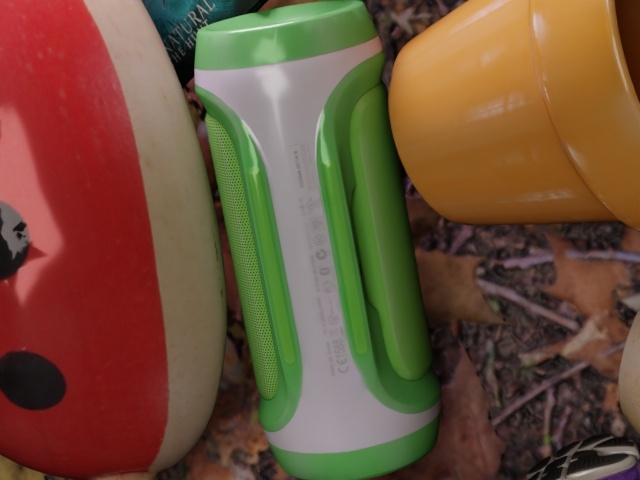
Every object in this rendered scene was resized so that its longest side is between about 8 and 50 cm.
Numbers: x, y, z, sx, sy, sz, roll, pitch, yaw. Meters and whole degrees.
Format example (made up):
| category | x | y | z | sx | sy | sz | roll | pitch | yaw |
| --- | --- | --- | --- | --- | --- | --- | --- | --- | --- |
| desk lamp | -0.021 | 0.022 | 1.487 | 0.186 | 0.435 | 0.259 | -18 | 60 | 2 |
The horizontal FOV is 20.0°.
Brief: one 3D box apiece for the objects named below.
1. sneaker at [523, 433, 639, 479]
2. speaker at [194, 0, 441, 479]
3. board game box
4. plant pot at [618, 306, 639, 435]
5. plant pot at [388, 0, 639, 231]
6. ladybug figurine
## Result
| category | x | y | z | sx | sy | sz | roll | pitch | yaw |
| --- | --- | --- | --- | --- | --- | --- | --- | --- | --- |
| sneaker | 0.150 | 0.189 | 1.190 | 0.170 | 0.068 | 0.071 | -42 | 90 | 26 |
| speaker | 0.000 | 0.000 | 1.176 | 0.131 | 0.131 | 0.296 | -5 | 104 | 23 |
| board game box | -0.120 | -0.171 | 1.256 | 0.126 | 0.026 | 0.186 | 53 | 136 | 3 |
| plant pot | 0.318 | 0.105 | 1.032 | 0.274 | 0.256 | 0.256 | 26 | 100 | 38 |
| plant pot | 0.152 | -0.092 | 1.117 | 0.188 | 0.205 | 0.205 | -15 | 84 | 38 |
| ladybug figurine | -0.215 | -0.030 | 1.238 | 0.305 | 0.162 | 0.449 | -30 | 80 | 46 |
